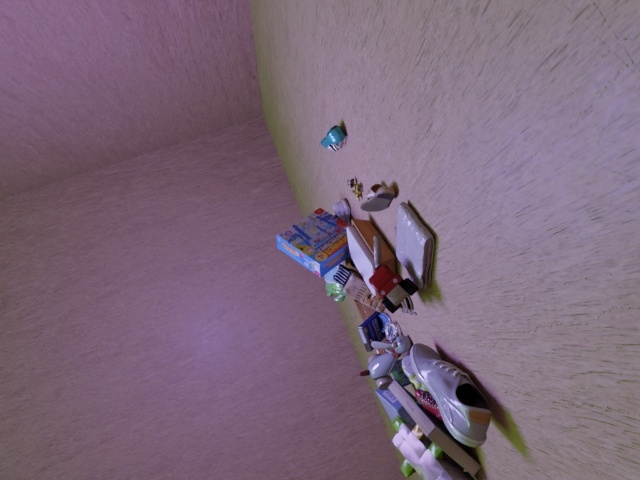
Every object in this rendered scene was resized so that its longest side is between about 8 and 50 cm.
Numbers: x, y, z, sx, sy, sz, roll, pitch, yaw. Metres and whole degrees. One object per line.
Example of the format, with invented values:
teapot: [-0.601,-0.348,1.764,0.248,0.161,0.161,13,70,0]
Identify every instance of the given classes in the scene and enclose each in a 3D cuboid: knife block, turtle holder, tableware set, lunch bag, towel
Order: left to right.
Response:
turtle holder: [0.144,0.188,2.207,0.320,0.243,0.227,-102,9,-85]
knife block: [0.188,0.210,1.978,0.275,0.088,0.242,28,-171,5]
tableware set: [0.335,0.257,1.798,0.194,0.039,0.128,135,114,-81]
lunch bag: [0.404,0.675,2.162,0.151,0.096,0.129,110,140,-63]
towel: [0.305,0.025,1.412,0.282,0.049,0.187,79,167,-47]

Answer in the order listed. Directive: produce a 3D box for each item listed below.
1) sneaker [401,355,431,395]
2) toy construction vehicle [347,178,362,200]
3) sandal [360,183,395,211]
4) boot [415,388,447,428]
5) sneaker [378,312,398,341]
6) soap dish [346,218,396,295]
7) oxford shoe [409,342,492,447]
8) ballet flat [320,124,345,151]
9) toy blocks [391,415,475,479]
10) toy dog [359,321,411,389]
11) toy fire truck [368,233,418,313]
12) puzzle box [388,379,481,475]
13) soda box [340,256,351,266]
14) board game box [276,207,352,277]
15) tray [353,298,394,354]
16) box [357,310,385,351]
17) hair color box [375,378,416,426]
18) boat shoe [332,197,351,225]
sneaker: [0.432,0.616,1.855,0.240,0.091,0.126,-124,15,-56]
toy construction vehicle: [0.157,-0.226,1.852,0.086,0.035,0.098,49,163,37]
sandal: [0.213,-0.170,1.537,0.240,0.088,0.079,138,143,-74]
boot: [0.438,0.620,1.629,0.176,0.088,0.244,35,156,28]
sneaker: [0.329,0.438,2.156,0.063,0.073,0.162,80,168,-50]
soap dish: [0.220,0.068,1.823,0.229,0.118,0.291,78,169,-45]
oxford shoe: [0.431,0.469,1.418,0.449,0.169,0.130,-113,40,-68]
ballet flat: [0.056,-0.429,1.852,0.087,0.083,0.247,56,175,-6]
toy blocks: [0.483,0.912,1.764,0.261,0.191,0.381,29,-174,-37]
toy dog: [0.288,0.563,2.013,0.220,0.161,0.334,45,130,55]
toy fire truck: [0.233,0.112,1.524,0.246,0.158,0.217,46,-172,13]
puzzle box: [0.456,0.758,1.769,0.272,0.052,0.409,42,177,-12]
soda box: [0.137,0.051,2.140,0.061,0.181,0.058,7,128,30]
board game box: [0.000,0.000,2.080,0.302,0.308,0.086,32,141,32]
tray: [0.306,0.477,2.415,0.203,0.076,0.411,86,163,-64]
box: [0.283,0.456,2.201,0.036,0.225,0.136,-16,99,41]
hair color box: [0.428,0.881,2.115,0.185,0.113,0.374,24,145,60]
boat shoe: [0.105,-0.103,2.237,0.277,0.096,0.098,79,168,-48]
